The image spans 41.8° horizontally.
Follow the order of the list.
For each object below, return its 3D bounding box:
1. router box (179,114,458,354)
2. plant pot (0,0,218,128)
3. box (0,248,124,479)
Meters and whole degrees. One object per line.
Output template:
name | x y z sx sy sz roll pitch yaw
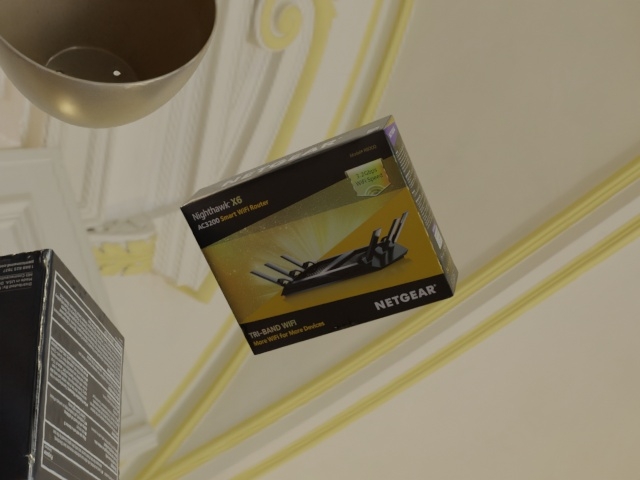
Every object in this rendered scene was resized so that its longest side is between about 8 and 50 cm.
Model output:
router box | 0.000 0.000 1.140 0.309 0.081 0.243 -20 -74 21
plant pot | -0.289 -0.255 1.076 0.284 0.284 0.191 57 -30 15
box | -0.386 0.214 1.084 0.183 0.296 0.294 -9 -121 3
